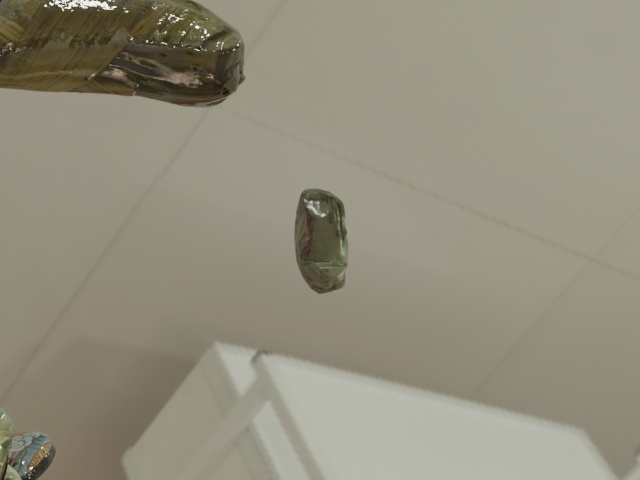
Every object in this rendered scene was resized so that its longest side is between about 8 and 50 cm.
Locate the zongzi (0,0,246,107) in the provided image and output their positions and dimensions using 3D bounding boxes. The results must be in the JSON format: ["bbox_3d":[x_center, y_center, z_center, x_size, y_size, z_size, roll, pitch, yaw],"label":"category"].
[{"bbox_3d":[-0.256,-0.201,1.344,0.286,0.134,0.288,27,45,13],"label":"zongzi"}]

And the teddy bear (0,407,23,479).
[{"bbox_3d":[-0.516,0.389,1.624,0.362,0.327,0.375,84,8,-68],"label":"teddy bear"}]

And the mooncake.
[{"bbox_3d":[0.000,0.000,1.664,0.125,0.073,0.130,90,-3,-72],"label":"mooncake"}]

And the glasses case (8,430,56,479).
[{"bbox_3d":[-0.566,0.376,1.936,0.082,0.321,0.122,63,30,-20],"label":"glasses case"}]
